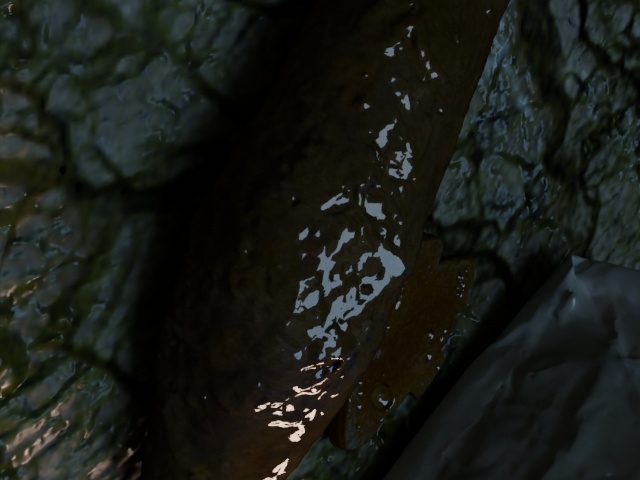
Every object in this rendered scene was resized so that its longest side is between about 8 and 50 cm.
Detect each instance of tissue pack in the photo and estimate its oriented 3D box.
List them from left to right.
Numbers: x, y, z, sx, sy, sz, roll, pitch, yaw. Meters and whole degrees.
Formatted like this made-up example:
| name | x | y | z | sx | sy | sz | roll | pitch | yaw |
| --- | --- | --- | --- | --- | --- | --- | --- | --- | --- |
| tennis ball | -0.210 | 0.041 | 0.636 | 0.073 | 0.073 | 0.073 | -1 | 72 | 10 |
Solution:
| name | x | y | z | sx | sy | sz | roll | pitch | yaw |
| --- | --- | --- | --- | --- | --- | --- | --- | --- | --- |
| tissue pack | 0.175 | 0.222 | 0.817 | 0.266 | 0.194 | 0.356 | -49 | 139 | -23 |

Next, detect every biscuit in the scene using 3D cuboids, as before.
| name | x | y | z | sx | sy | sz | roll | pitch | yaw |
| --- | --- | --- | --- | --- | --- | --- | --- | --- | --- |
| biscuit | 0.027 | 0.036 | 0.686 | 0.119 | 0.019 | 0.130 | -53 | 141 | -15 |

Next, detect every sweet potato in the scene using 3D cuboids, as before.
| name | x | y | z | sx | sy | sz | roll | pitch | yaw |
| --- | --- | --- | --- | --- | --- | --- | --- | --- | --- |
| sweet potato | 0.000 | -0.002 | 0.575 | 0.342 | 0.092 | 0.114 | -65 | 159 | -1 |
